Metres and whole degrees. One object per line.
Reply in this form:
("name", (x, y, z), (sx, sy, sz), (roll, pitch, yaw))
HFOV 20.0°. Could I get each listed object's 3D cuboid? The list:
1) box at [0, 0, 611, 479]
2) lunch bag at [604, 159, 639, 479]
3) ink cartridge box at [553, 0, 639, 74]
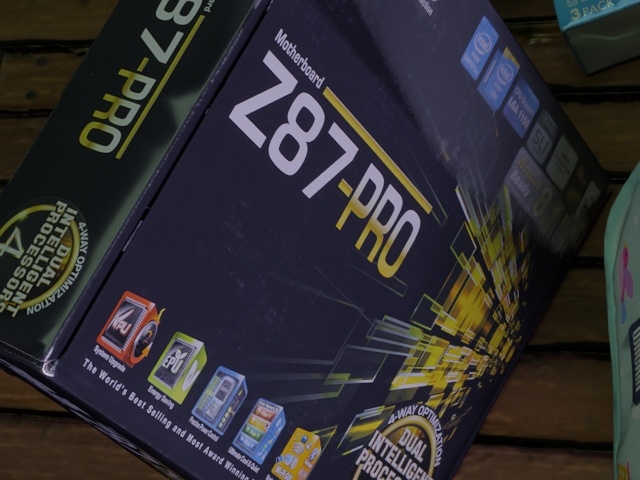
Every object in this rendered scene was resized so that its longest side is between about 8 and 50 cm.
("box", (0.000, 0.000, 1.027), (0.097, 0.395, 0.318), (19, 73, 35))
("lunch bag", (0.233, 0.077, 0.949), (0.160, 0.262, 0.223), (-8, 62, 23))
("ink cartridge box", (0.203, -0.216, 1.243), (0.104, 0.061, 0.181), (-19, 57, 17))
